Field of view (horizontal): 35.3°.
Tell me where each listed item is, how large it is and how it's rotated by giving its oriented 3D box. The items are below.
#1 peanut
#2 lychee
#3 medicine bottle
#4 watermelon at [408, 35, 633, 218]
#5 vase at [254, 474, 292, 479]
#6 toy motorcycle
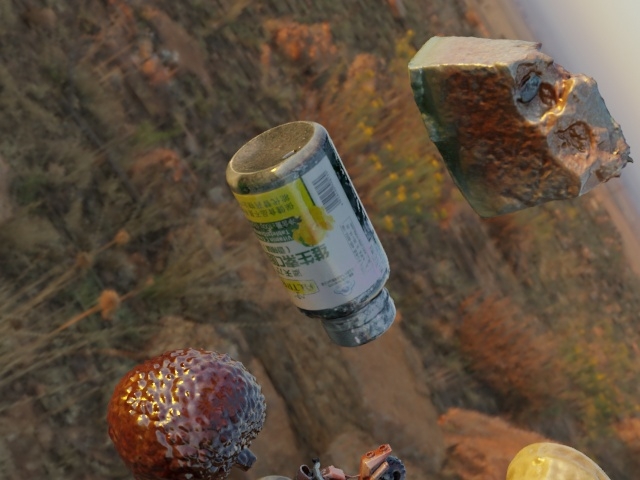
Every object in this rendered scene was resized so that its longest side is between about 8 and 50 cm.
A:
[{"bbox_3d":[0.355,0.390,1.281,0.305,0.147,0.147,45,10,26],"label":"peanut"},{"bbox_3d":[-0.217,0.295,1.639,0.260,0.260,0.261,51,20,-27],"label":"lychee"},{"bbox_3d":[0.000,0.000,1.300,0.141,0.141,0.293,-88,154,-58],"label":"medicine bottle"},{"bbox_3d":[0.244,-0.166,1.407,0.302,0.151,0.264,5,-50,55],"label":"watermelon"},{"bbox_3d":[-0.036,0.454,1.312,0.301,0.156,0.251,-118,-160,-56],"label":"vase"},{"bbox_3d":[0.040,0.416,1.734,0.118,0.212,0.084,65,-2,-19],"label":"toy motorcycle"}]
